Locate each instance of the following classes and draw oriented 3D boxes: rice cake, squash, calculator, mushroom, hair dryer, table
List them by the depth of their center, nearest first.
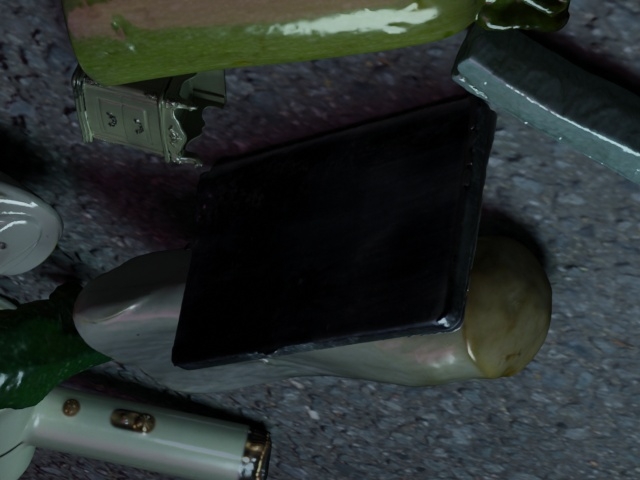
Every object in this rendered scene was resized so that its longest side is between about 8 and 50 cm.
[{"bbox_3d":[0.008,-0.163,1.034,0.288,0.137,0.137,-4,145,16],"label":"squash"},{"bbox_3d":[0.190,-0.062,1.139,0.245,0.045,0.042,26,150,-13],"label":"rice cake"},{"bbox_3d":[-0.110,-0.097,1.240,0.083,0.062,0.079,14,151,8],"label":"table"},{"bbox_3d":[0.000,0.000,1.243,0.262,0.161,0.021,-11,151,44],"label":"calculator"},{"bbox_3d":[0.001,0.057,1.361,0.329,0.159,0.122,-2,100,27],"label":"mushroom"},{"bbox_3d":[-0.200,0.166,1.706,0.362,0.128,0.203,12,150,-3],"label":"hair dryer"}]

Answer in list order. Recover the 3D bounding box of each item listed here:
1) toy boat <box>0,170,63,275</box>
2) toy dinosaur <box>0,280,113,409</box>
[{"bbox_3d":[-0.322,-0.008,1.453,0.269,0.140,0.141,15,154,39],"label":"toy boat"},{"bbox_3d":[-0.261,0.105,1.432,0.447,0.087,0.301,-3,-165,-9],"label":"toy dinosaur"}]
